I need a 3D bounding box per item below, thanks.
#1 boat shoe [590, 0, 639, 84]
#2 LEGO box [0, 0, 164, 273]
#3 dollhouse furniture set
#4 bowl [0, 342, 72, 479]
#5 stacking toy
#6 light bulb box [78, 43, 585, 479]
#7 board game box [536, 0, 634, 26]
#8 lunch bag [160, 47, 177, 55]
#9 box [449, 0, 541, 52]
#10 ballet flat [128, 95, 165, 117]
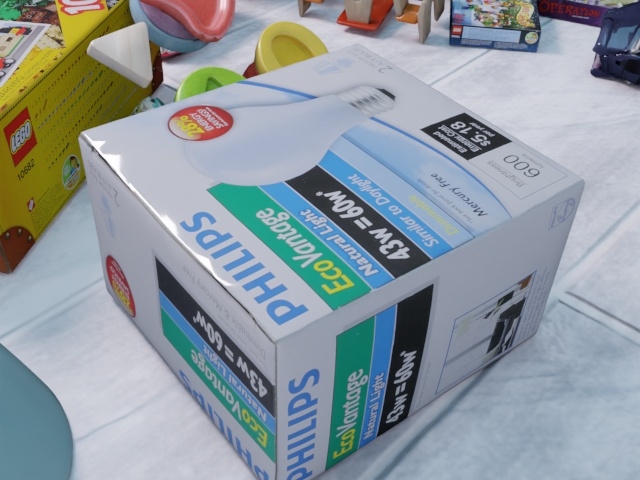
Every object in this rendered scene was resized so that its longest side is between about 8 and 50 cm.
[{"bbox_3d":[0.579,-0.398,1.327,0.158,0.127,0.340,17,56,23],"label":"boat shoe"},{"bbox_3d":[-0.490,-0.210,1.062,0.373,0.193,0.500,9,41,9],"label":"LEGO box"},{"bbox_3d":[0.118,-0.486,1.481,0.262,0.135,0.259,18,55,19],"label":"dollhouse furniture set"},{"bbox_3d":[-0.385,0.163,0.653,0.312,0.163,0.311,1,40,-1],"label":"bowl"},{"bbox_3d":[-0.170,-0.243,1.087,0.309,0.130,0.279,39,57,-12],"label":"stacking toy"},{"bbox_3d":[0.000,0.000,0.804,0.361,0.225,0.358,-25,47,-29],"label":"light bulb box"},{"bbox_3d":[0.616,-0.469,1.505,0.347,0.056,0.208,17,39,18],"label":"board game box"},{"bbox_3d":[-0.331,-0.438,1.389,0.293,0.120,0.258,20,45,20],"label":"lunch bag"},{"bbox_3d":[0.327,-0.436,1.459,0.159,0.044,0.233,5,41,5],"label":"box"},{"bbox_3d":[-0.212,-0.116,1.062,0.077,0.091,0.241,-39,43,1],"label":"ballet flat"}]
